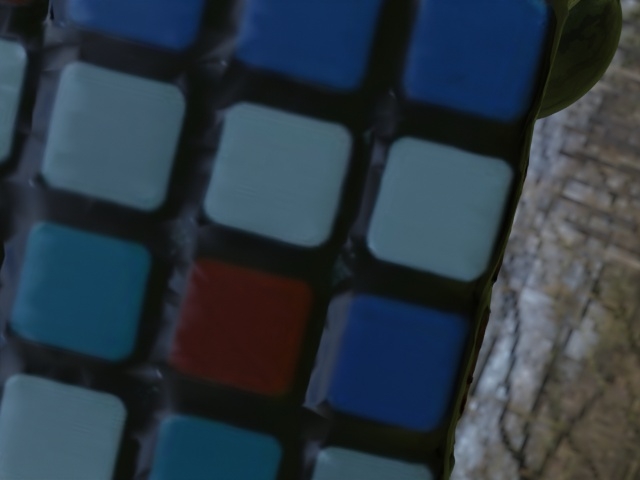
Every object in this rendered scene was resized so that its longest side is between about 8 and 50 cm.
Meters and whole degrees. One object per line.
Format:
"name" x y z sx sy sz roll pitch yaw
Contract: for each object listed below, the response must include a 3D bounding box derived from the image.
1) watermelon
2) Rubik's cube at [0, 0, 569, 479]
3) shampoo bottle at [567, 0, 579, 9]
"watermelon" 0.175 -0.211 1.544 0.212 0.212 0.212 22 -90 -77
"Rubik's cube" -0.047 -0.009 0.434 0.187 0.184 0.182 -65 -10 -78
"shampoo bottle" 0.138 -0.172 1.055 0.227 0.056 0.086 -42 -28 -10
